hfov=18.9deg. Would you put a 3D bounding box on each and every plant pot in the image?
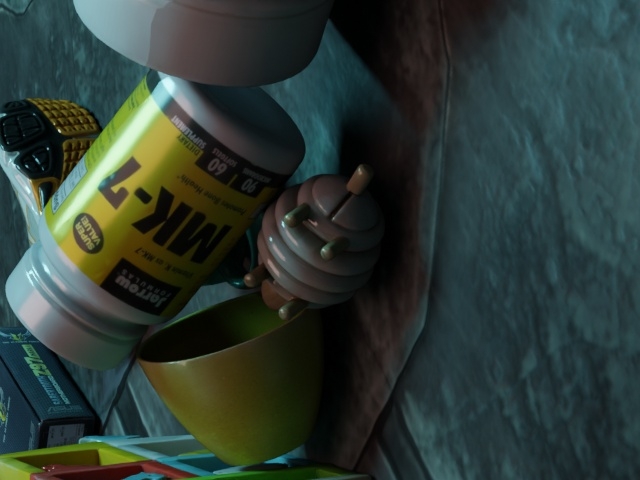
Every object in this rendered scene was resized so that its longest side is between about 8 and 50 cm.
[{"bbox_3d":[-0.051,0.101,1.348,0.134,0.134,0.095,7,119,62],"label":"plant pot"}]

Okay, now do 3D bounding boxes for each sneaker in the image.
[{"bbox_3d":[-0.233,-0.017,1.703,0.121,0.099,0.262,108,147,-41],"label":"sneaker"}]

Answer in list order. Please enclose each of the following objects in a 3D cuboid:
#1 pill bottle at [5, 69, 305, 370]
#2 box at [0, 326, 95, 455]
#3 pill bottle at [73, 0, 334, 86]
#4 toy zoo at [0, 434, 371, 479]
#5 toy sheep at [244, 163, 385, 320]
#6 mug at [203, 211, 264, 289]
[{"bbox_3d":[-0.116,-0.019,1.306,0.208,0.119,0.119,-51,43,18],"label":"pill bottle"},{"bbox_3d":[-0.284,0.225,1.847,0.183,0.059,0.233,46,131,53],"label":"box"},{"bbox_3d":[-0.036,-0.291,1.194,0.204,0.204,0.361,57,139,44],"label":"pill bottle"},{"bbox_3d":[-0.116,0.173,1.385,0.293,0.192,0.030,4,96,61],"label":"toy zoo"},{"bbox_3d":[0.000,0.000,1.270,0.132,0.091,0.091,-50,48,36],"label":"toy sheep"},{"bbox_3d":[-0.100,-0.033,1.430,0.129,0.157,0.097,-69,-8,-69],"label":"mug"}]
